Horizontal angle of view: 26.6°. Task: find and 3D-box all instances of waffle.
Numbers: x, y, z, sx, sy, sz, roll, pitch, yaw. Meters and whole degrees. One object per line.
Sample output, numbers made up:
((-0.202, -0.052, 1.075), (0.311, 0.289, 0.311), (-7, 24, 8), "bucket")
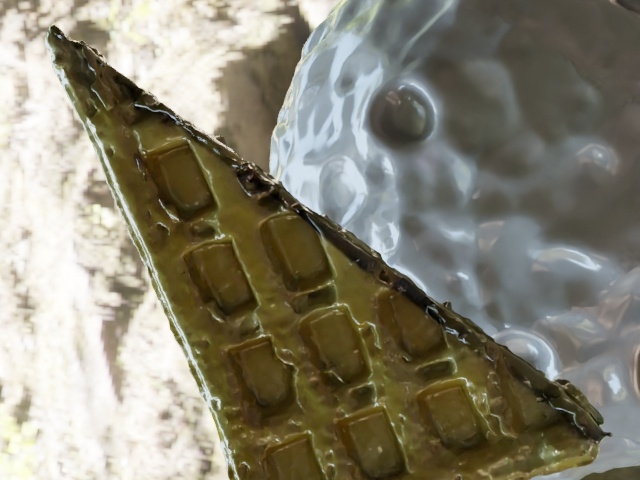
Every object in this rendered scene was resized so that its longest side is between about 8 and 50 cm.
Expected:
((0.000, 0.000, 0.342), (0.023, 0.097, 0.152), (-35, -78, -81), "waffle")

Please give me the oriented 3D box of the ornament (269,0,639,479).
((0.134, -0.039, 0.787), (0.337, 0.337, 0.337), (-3, -86, -52), "ornament")
